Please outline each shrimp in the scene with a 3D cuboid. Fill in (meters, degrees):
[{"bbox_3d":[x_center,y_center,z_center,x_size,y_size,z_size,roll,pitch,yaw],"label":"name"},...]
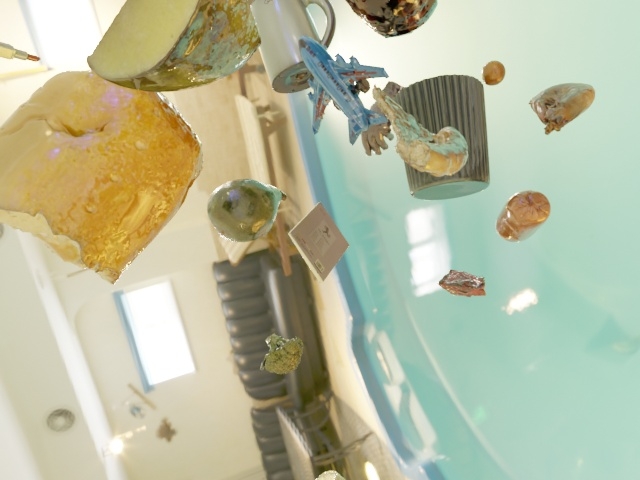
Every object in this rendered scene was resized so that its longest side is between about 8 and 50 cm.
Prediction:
[{"bbox_3d":[0.590,-0.337,1.416,0.152,0.287,0.062,16,132,36],"label":"shrimp"}]

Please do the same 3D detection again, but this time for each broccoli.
[{"bbox_3d":[-0.112,0.329,1.635,0.120,0.131,0.130,53,-162,18],"label":"broccoli"}]

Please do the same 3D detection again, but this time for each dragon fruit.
[{"bbox_3d":[0.543,0.152,2.114,0.192,0.122,0.092,3,67,58],"label":"dragon fruit"}]

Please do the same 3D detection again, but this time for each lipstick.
[{"bbox_3d":[-0.755,-0.462,1.382,0.030,0.129,0.030,46,116,30],"label":"lipstick"}]

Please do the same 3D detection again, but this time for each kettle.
[{"bbox_3d":[-0.062,-0.536,1.450,0.161,0.221,0.236,17,-128,-74],"label":"kettle"}]

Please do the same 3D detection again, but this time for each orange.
[{"bbox_3d":[0.547,-0.530,1.779,0.085,0.085,0.085,164,90,-74],"label":"orange"}]

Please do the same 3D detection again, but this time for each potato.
[{"bbox_3d":[-0.164,-0.310,0.846,0.112,0.269,0.255,55,-155,10],"label":"potato"}]

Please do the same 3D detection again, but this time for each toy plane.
[{"bbox_3d":[0.040,-0.363,1.312,0.254,0.105,0.271,-29,93,44],"label":"toy plane"}]

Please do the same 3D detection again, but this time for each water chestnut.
[{"bbox_3d":[0.175,-0.596,1.228,0.300,0.300,0.299,164,90,-74],"label":"water chestnut"}]

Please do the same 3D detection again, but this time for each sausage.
[{"bbox_3d":[0.598,-0.070,1.667,0.304,0.121,0.121,49,-159,-76],"label":"sausage"}]

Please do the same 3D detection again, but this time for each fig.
[{"bbox_3d":[-0.204,-0.100,1.614,0.195,0.245,0.195,28,139,28],"label":"fig"}]

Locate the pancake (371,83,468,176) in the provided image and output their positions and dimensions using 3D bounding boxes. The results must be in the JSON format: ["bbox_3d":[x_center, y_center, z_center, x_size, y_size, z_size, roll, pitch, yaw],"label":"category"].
[{"bbox_3d":[0.172,-0.212,1.027,0.057,0.266,0.244,-47,71,27],"label":"pancake"}]

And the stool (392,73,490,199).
[{"bbox_3d":[0.395,-0.316,1.801,0.297,0.297,0.329,140,126,-73],"label":"stool"}]

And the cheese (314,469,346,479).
[{"bbox_3d":[0.045,0.499,0.972,0.094,0.123,0.167,-31,104,37],"label":"cheese"}]

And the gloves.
[{"bbox_3d":[0.215,-0.434,2.008,0.142,0.119,0.285,43,131,43],"label":"gloves"}]

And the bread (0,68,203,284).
[{"bbox_3d":[-0.432,-0.134,1.100,0.250,0.394,0.361,31,167,50],"label":"bread"}]

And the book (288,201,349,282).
[{"bbox_3d":[0.000,0.000,1.213,0.127,0.014,0.181,56,-149,-11],"label":"book"}]
